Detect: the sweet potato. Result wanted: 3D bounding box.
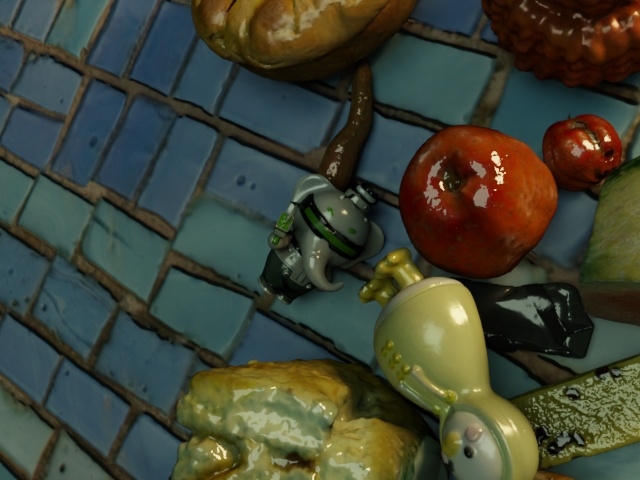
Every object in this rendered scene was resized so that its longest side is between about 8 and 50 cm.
[{"bbox_3d":[0.041,-0.151,0.895,0.050,0.050,0.214,17,85,27],"label":"sweet potato"}]

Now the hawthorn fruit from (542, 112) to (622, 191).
[{"bbox_3d":[0.292,-0.103,0.747,0.093,0.093,0.093,-4,80,25],"label":"hawthorn fruit"}]

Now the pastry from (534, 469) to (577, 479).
[{"bbox_3d":[0.218,0.351,0.670,0.229,0.100,0.218,-32,53,34],"label":"pastry"}]

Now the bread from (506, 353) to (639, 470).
[{"bbox_3d":[0.268,0.199,0.727,0.226,0.049,0.088,-27,72,20],"label":"bread"}]

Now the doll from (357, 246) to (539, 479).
[{"bbox_3d":[0.132,0.146,0.686,0.141,0.117,0.296,-58,41,41],"label":"doll"}]

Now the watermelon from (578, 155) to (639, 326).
[{"bbox_3d":[0.373,-0.002,0.645,0.193,0.232,0.310,10,41,29],"label":"watermelon"}]

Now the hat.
[{"bbox_3d":[0.259,-0.335,0.627,0.285,0.400,0.285,-7,75,27],"label":"hat"}]

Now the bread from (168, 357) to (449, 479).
[{"bbox_3d":[-0.013,0.339,0.731,0.264,0.239,0.395,7,85,26],"label":"bread"}]

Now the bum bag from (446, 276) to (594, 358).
[{"bbox_3d":[0.213,0.089,0.771,0.197,0.049,0.087,2,87,25],"label":"bum bag"}]

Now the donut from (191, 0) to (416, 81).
[{"bbox_3d":[-0.020,-0.357,0.891,0.317,0.150,0.299,20,88,30],"label":"donut"}]

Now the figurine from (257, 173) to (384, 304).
[{"bbox_3d":[0.000,0.000,0.852,0.147,0.126,0.192,38,102,-16],"label":"figurine"}]

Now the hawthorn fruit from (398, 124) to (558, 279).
[{"bbox_3d":[0.173,-0.046,0.743,0.189,0.189,0.189,-4,80,25],"label":"hawthorn fruit"}]
